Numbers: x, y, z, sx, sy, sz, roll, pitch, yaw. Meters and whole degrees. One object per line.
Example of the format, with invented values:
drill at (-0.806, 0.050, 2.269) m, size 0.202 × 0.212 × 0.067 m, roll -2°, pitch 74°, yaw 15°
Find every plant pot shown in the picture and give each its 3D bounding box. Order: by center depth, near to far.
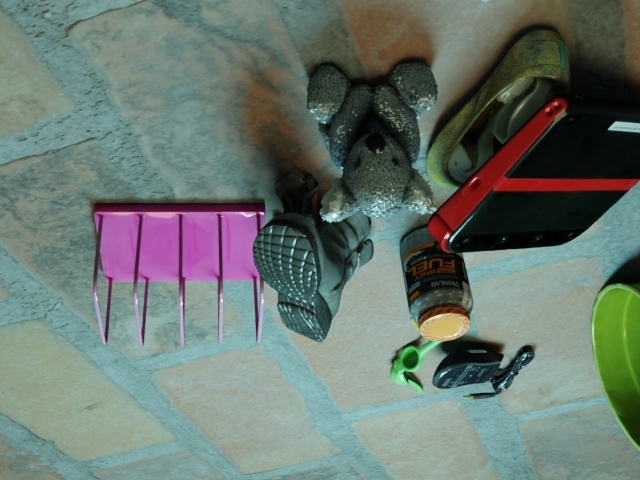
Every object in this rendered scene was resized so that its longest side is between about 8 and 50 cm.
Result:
plant pot at (0.792, 0.223, 1.792) m, size 0.352 × 0.367 × 0.367 m, roll -14°, pitch 143°, yaw -9°

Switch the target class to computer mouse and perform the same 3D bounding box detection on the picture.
computer mouse at (0.340, 0.299, 2.019) m, size 0.261 × 0.060 × 0.184 m, roll -5°, pitch 140°, yaw -26°

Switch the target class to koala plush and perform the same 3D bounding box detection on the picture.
koala plush at (0.083, -0.119, 1.330) m, size 0.196 × 0.221 × 0.203 m, roll -5°, pitch 142°, yaw -2°

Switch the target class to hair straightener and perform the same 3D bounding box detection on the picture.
hair straightener at (-0.041, -0.034, 1.562) m, size 0.089 × 0.047 × 0.230 m, roll -6°, pitch 142°, yaw 0°

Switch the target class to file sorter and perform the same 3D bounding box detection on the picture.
file sorter at (-0.242, 0.070, 1.561) m, size 0.290 × 0.182 × 0.202 m, roll 0°, pitch 142°, yaw -7°

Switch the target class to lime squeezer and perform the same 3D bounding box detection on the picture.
lime squeezer at (0.216, 0.275, 1.974) m, size 0.109 × 0.059 × 0.310 m, roll 7°, pitch 143°, yaw -7°

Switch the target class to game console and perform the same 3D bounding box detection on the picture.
game console at (0.384, -0.103, 1.433) m, size 0.386 × 0.060 × 0.342 m, roll -4°, pitch 143°, yaw -40°

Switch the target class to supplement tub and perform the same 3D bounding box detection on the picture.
supplement tub at (0.210, 0.078, 1.622) m, size 0.116 × 0.190 × 0.117 m, roll -4°, pitch 142°, yaw -3°

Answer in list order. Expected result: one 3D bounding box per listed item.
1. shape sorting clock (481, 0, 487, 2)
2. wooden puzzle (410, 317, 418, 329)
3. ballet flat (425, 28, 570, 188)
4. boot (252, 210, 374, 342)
shape sorting clock at (0.210, -0.374, 1.138) m, size 0.206 × 0.040 × 0.206 m, roll 7°, pitch 159°, yaw 3°
wooden puzzle at (0.252, 0.173, 1.891) m, size 0.116 × 0.014 × 0.079 m, roll -13°, pitch 142°, yaw 8°
ballet flat at (0.266, -0.167, 1.380) m, size 0.123 × 0.123 × 0.349 m, roll 12°, pitch 139°, yaw -21°
boot at (0.000, 0.000, 1.485) m, size 0.118 × 0.223 × 0.338 m, roll 23°, pitch 153°, yaw 16°
